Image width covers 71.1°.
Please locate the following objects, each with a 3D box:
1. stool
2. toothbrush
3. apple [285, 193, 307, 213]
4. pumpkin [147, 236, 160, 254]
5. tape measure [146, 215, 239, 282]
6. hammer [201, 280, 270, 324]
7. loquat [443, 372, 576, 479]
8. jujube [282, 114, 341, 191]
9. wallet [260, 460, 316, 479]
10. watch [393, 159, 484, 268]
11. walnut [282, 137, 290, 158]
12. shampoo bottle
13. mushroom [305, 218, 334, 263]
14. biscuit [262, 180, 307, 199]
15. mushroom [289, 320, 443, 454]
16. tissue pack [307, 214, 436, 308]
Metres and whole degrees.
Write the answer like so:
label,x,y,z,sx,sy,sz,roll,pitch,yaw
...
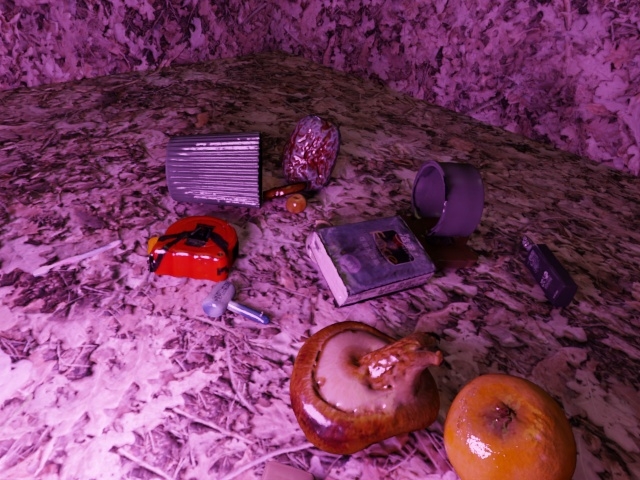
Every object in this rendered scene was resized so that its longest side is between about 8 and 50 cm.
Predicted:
label,x,y,z,sx,sy,sz,roll,pitch,yaw
stool,-0.390,-0.267,1.696,0.329,0.297,0.297,0,36,-5
toothbrush,-0.747,0.051,1.390,0.269,0.027,0.021,-27,84,-39
apple,-0.095,-0.146,1.764,0.083,0.071,0.084,5,35,-4
pumpkin,-0.540,0.027,1.466,0.050,0.028,0.083,4,44,-9
tape measure,-0.392,0.019,1.437,0.253,0.114,0.260,8,36,-2
hammer,-0.233,0.192,1.285,0.193,0.070,0.116,22,37,5
loquat,0.392,0.415,0.947,0.262,0.263,0.263,6,36,-4
jujube,-0.037,-0.369,1.887,0.225,0.317,0.226,14,25,-7
wallet,-0.078,0.519,0.883,0.117,0.039,0.153,15,37,4
watch,0.458,-0.112,1.618,0.313,0.327,0.335,1,37,-11
walnut,-0.108,-0.415,2.089,0.137,0.137,0.245,15,45,9
shampoo bottle,0.803,0.095,1.603,0.071,0.098,0.310,1,36,-3
mushroom,0.000,0.000,1.579,0.116,0.093,0.225,20,23,-17
biscuit,-0.141,-0.198,1.788,0.192,0.049,0.192,-14,12,3
mushroom,0.099,0.305,1.023,0.345,0.260,0.345,6,35,-4
tissue pack,0.167,0.058,1.460,0.361,0.122,0.259,-10,57,-27
